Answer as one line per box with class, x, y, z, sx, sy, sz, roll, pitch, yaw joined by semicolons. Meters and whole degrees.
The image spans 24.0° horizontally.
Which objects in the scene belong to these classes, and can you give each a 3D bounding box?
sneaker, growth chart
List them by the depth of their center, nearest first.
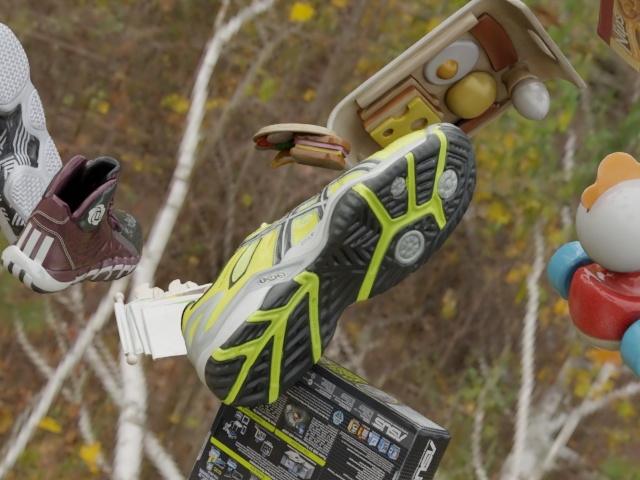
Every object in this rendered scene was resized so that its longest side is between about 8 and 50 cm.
sneaker;0.000;0.000;1.596;0.147;0.384;0.145;39;-15;49
sneaker;-0.269;-0.035;1.858;0.106;0.162;0.281;33;19;9
growth chart;-0.179;0.114;2.155;0.237;0.021;0.172;-4;39;-4
sneaker;-0.515;-0.137;2.242;0.210;0.366;0.137;-4;20;24

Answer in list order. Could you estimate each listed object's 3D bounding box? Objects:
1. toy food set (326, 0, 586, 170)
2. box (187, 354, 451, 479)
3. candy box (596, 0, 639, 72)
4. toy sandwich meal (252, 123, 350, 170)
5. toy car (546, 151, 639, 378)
toy food set;0.177;-0.165;1.949;0.219;0.306;0.092;37;20;-52
box;-0.011;0.242;1.612;0.270;0.216;0.060;27;6;43
candy box;0.475;-0.359;1.788;0.087;0.316;0.183;47;-13;25
toy sandwich meal;-0.016;-0.076;1.272;0.085;0.029;0.085;2;-10;0
toy car;0.375;-0.005;1.732;0.210;0.238;0.219;-23;35;-9
